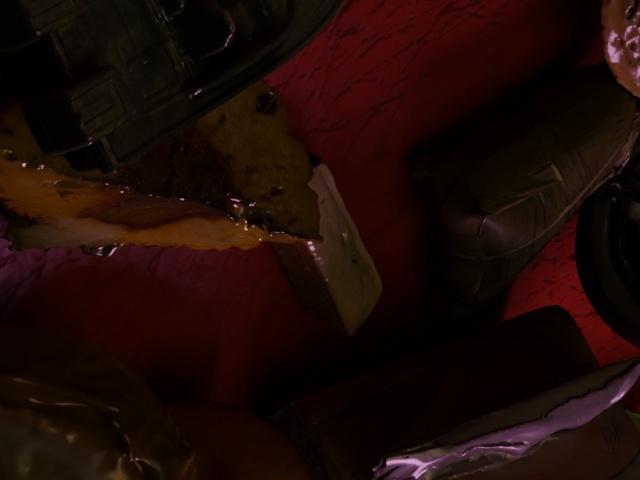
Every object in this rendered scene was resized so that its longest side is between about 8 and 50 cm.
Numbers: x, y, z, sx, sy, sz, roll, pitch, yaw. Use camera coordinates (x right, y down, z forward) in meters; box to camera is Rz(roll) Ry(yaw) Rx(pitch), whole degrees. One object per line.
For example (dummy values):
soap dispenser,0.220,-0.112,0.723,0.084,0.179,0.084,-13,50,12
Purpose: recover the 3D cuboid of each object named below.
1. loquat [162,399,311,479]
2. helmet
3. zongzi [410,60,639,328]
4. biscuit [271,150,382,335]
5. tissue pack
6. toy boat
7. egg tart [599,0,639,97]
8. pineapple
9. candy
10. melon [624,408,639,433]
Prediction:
loquat,-0.093,0.223,1.333,0.208,0.208,0.208,-27,139,-26
helmet,0.353,-0.018,1.563,0.305,0.225,0.177,-35,171,-12
zongzi,0.179,-0.032,1.467,0.205,0.094,0.204,-33,145,-19
biscuit,0.000,0.000,1.349,0.056,0.052,0.188,-53,147,-20
tissue pack,0.127,0.185,1.467,0.305,0.238,0.239,-17,134,-34
toy boat,-0.066,-0.159,1.061,0.319,0.092,0.141,-38,109,-41
egg tart,0.310,-0.235,1.380,0.288,0.118,0.288,-23,141,-20
pineapple,-0.130,-0.063,1.138,0.249,0.140,0.164,10,159,-33
candy,-0.206,0.179,1.164,0.259,0.118,0.260,-1,106,-4
melon,0.247,0.251,1.773,0.323,0.124,0.196,-17,135,-43
